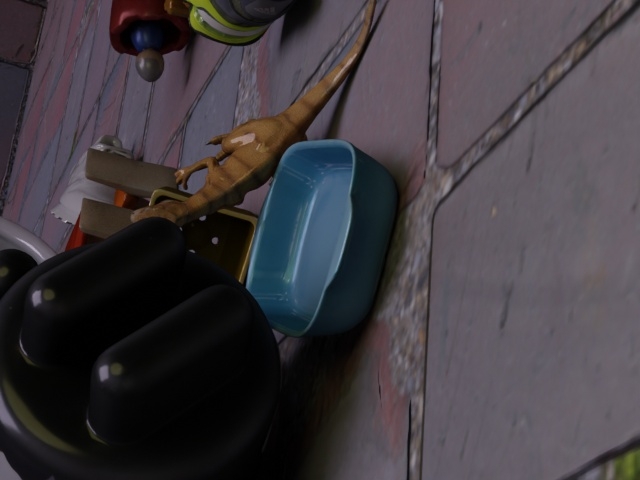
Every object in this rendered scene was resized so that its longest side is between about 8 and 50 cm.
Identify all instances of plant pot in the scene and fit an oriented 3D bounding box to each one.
[{"bbox_3d":[-0.093,0.004,1.050,0.083,0.081,0.081,-99,27,-78],"label":"plant pot"}]

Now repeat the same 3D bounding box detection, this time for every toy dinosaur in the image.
[{"bbox_3d":[-0.028,-0.066,0.915,0.211,0.064,0.112,-44,5,-6],"label":"toy dinosaur"}]

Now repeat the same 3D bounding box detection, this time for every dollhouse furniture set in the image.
[{"bbox_3d":[-0.246,0.076,1.365,0.259,0.135,0.262,-94,25,-46],"label":"dollhouse furniture set"}]

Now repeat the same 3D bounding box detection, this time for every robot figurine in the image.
[{"bbox_3d":[-0.119,0.113,0.828,0.278,0.173,0.209,107,162,-50],"label":"robot figurine"}]

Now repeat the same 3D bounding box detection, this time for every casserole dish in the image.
[{"bbox_3d":[0.000,0.000,0.823,0.188,0.037,0.114,-170,94,-74],"label":"casserole dish"}]

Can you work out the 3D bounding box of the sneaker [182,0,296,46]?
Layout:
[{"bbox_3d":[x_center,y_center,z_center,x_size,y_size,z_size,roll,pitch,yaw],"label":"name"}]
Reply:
[{"bbox_3d":[-0.023,-0.297,1.060,0.121,0.111,0.300,10,91,63],"label":"sneaker"}]

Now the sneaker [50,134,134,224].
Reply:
[{"bbox_3d":[-0.246,-0.062,1.579,0.095,0.090,0.235,-64,20,6],"label":"sneaker"}]

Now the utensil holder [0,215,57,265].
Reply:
[{"bbox_3d":[-0.546,0.187,1.907,0.327,0.327,0.385,-106,33,-59],"label":"utensil holder"}]

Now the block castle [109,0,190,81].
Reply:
[{"bbox_3d":[-0.211,-0.335,1.295,0.453,0.303,0.213,130,137,-56],"label":"block castle"}]
